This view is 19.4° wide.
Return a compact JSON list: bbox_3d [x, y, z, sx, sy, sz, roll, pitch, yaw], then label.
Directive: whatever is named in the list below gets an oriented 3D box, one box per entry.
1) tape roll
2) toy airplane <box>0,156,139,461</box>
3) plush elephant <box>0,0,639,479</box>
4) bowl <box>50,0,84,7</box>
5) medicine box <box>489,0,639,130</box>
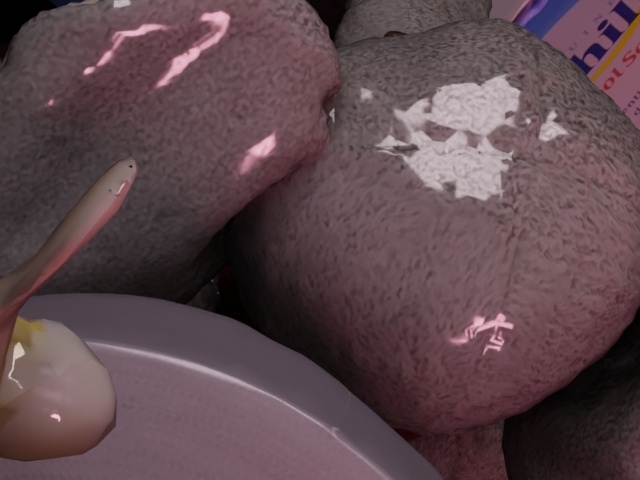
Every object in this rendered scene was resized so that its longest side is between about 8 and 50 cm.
[{"bbox_3d":[-0.059,0.124,0.434,0.219,0.219,0.072,26,5,-3],"label":"tape roll"},{"bbox_3d":[-0.158,0.142,0.260,0.386,0.272,0.384,-29,81,-11],"label":"toy airplane"},{"bbox_3d":[0.000,0.000,0.577,0.272,0.255,0.330,25,38,-26],"label":"plush elephant"},{"bbox_3d":[-0.159,-0.228,0.777,0.391,0.077,0.391,48,7,-8],"label":"bowl"},{"bbox_3d":[0.107,-0.185,0.932,0.289,0.149,0.263,6,38,-54],"label":"medicine box"}]
